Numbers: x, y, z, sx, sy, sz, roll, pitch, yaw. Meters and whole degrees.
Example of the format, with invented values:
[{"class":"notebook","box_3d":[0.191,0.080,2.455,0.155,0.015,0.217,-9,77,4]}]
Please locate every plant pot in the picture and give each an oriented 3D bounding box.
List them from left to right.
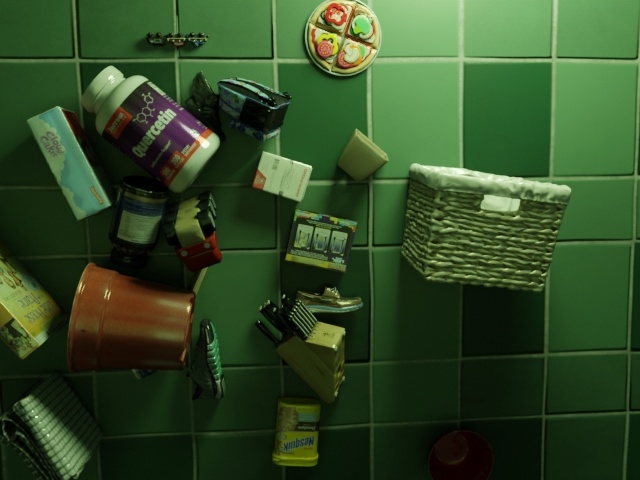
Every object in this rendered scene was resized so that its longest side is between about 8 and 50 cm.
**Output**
[{"class":"plant pot","box_3d":[-0.455,0.208,1.700,0.265,0.272,0.272,9,96,-7]},{"class":"plant pot","box_3d":[0.104,-0.214,1.792,0.109,0.109,0.096,38,104,-8]}]

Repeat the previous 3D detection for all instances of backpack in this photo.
[{"class":"backpack","box_3d":[-0.181,-0.338,1.725,0.173,0.158,0.117,24,112,6]}]

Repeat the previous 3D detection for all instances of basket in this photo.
[{"class":"basket","box_3d":[0.392,-0.039,1.723,0.328,0.331,0.266,7,98,-6]}]

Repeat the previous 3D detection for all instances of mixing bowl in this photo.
[{"class":"mixing bowl","box_3d":[0.378,0.598,1.911,0.181,0.098,0.181,-1,96,-5]}]

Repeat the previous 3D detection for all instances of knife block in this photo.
[{"class":"knife block","box_3d":[-0.059,0.284,1.831,0.242,0.088,0.275,11,124,18]}]

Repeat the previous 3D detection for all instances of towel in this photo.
[{"class":"towel","box_3d":[-0.672,0.475,1.706,0.121,0.283,0.235,-32,97,0]}]

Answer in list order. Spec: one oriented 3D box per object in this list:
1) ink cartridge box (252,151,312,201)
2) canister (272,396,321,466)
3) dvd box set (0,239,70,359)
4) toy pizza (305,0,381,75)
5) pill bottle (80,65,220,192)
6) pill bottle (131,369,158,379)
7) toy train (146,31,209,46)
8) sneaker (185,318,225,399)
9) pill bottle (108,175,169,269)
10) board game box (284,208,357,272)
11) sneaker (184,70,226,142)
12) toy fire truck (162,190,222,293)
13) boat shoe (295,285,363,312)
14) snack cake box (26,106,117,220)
[{"class":"ink cartridge box","box_3d":[-0.101,-0.167,1.797,0.135,0.056,0.099,17,95,-7]},{"class":"canister","box_3d":[-0.064,0.520,1.874,0.126,0.073,0.169,4,95,-6]},{"class":"dvd box set","box_3d":[-0.789,0.077,1.637,0.062,0.307,0.420,-39,98,-2]},{"class":"toy pizza","box_3d":[0.060,-0.530,1.782,0.201,0.032,0.201,-1,97,-5]},{"class":"pill bottle","box_3d":[-0.419,-0.277,1.692,0.323,0.181,0.181,38,92,-8]},{"class":"pill bottle","box_3d":[-0.438,0.313,1.817,0.120,0.067,0.067,-26,98,-2]},{"class":"toy train","box_3d":[-0.363,-0.511,1.748,0.158,0.027,0.036,-2,100,-5]},{"class":"sneaker","box_3d":[-0.317,0.321,1.824,0.098,0.083,0.223,-8,98,1]},{"class":"pill bottle","box_3d":[-0.465,-0.043,1.737,0.123,0.123,0.219,16,108,-7]},{"class":"board game box","box_3d":[0.000,0.000,1.831,0.170,0.048,0.141,12,97,-7]},{"class":"sneaker","box_3d":[-0.280,-0.341,1.763,0.089,0.051,0.170,-41,95,5]},{"class":"toy fire truck","box_3d":[-0.310,0.031,1.735,0.159,0.217,0.246,-20,113,0]},{"class":"boat shoe","box_3d":[0.023,0.158,1.842,0.183,0.066,0.066,-3,96,-5]},{"class":"snack cake box","box_3d":[-0.606,-0.189,1.700,0.089,0.152,0.264,-25,98,-2]}]
